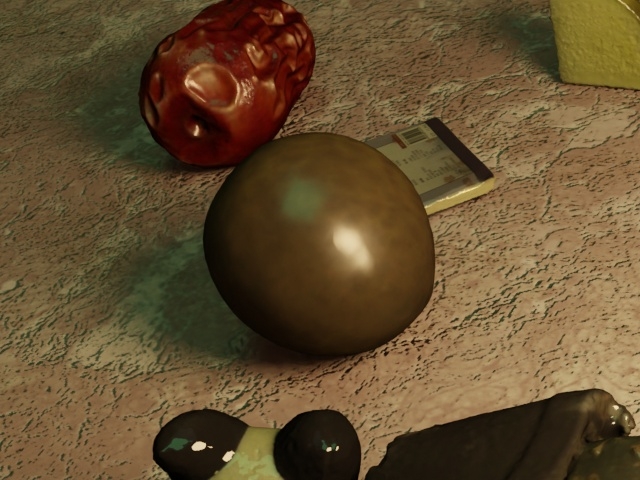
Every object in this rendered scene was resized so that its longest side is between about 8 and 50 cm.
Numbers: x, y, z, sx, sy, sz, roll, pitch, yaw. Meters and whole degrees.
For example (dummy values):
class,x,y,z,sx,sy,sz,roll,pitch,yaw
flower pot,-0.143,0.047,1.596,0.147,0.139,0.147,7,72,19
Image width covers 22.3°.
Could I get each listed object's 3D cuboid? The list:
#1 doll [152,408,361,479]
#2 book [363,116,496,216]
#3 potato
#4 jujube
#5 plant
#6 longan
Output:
class,x,y,z,sx,sy,sz,roll,pitch,yaw
doll,-0.049,0.215,1.107,0.144,0.135,0.234,1,39,13
book,0.037,-0.046,1.573,0.231,0.026,0.157,-20,30,-9
potato,0.298,-0.229,1.630,0.120,0.149,0.081,9,45,29
jujube,-0.091,-0.172,1.709,0.155,0.155,0.230,2,28,25
plant,0.150,0.188,1.061,0.256,0.142,0.164,-2,33,40
longan,0.000,0.000,1.364,0.198,0.198,0.212,-9,33,10
